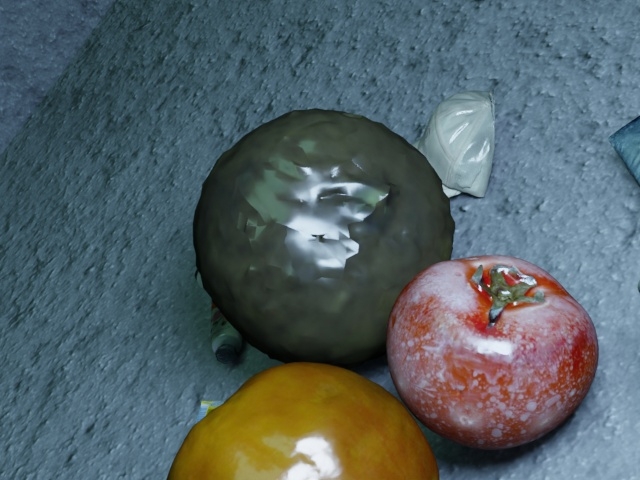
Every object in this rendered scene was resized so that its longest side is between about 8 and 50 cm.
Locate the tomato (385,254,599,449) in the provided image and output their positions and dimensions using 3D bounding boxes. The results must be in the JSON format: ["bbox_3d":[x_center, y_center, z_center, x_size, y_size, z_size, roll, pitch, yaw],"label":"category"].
[{"bbox_3d":[0.213,0.147,1.632,0.270,0.270,0.227,-116,33,-55],"label":"tomato"}]

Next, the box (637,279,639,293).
[{"bbox_3d":[0.470,0.107,1.460,0.148,0.210,0.129,-33,27,11],"label":"box"}]

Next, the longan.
[{"bbox_3d":[0.000,0.000,1.880,0.391,0.391,0.391,-26,37,21],"label":"longan"}]

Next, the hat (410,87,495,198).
[{"bbox_3d":[0.184,-0.161,2.102,0.226,0.164,0.219,-7,41,10],"label":"hat"}]

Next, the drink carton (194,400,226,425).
[{"bbox_3d":[-0.100,0.282,1.930,0.200,0.084,0.074,-6,57,39],"label":"drink carton"}]

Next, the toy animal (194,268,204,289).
[{"bbox_3d":[-0.087,-0.027,2.193,0.325,0.154,0.208,-41,30,-5],"label":"toy animal"}]

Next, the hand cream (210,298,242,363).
[{"bbox_3d":[-0.160,0.127,2.201,0.080,0.050,0.234,-34,28,17],"label":"hand cream"}]

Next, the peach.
[{"bbox_3d":[-0.017,0.328,1.593,0.301,0.343,0.343,30,72,24],"label":"peach"}]

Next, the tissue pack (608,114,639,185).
[{"bbox_3d":[0.529,-0.109,1.752,0.185,0.081,0.257,-32,35,12],"label":"tissue pack"}]
